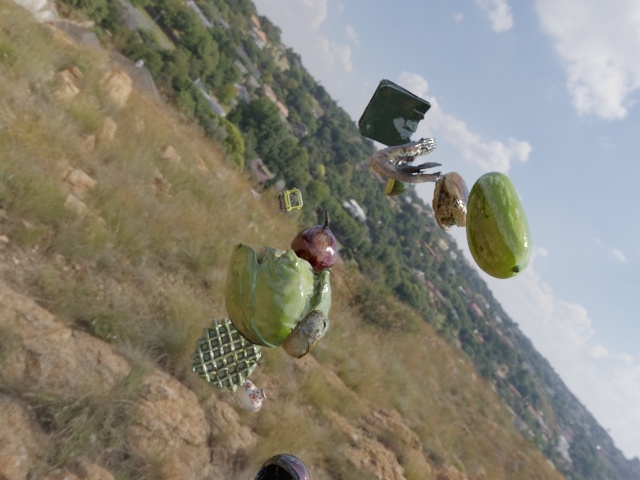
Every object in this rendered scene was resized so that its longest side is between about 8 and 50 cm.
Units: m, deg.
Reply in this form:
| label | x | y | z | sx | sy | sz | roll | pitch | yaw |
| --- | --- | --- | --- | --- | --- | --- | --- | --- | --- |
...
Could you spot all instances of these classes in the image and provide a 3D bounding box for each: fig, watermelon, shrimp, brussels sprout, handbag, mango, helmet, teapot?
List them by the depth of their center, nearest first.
| label | x | y | z | sx | sy | sz | roll | pitch | yaw |
| --- | --- | --- | --- | --- | --- | --- | --- | --- | --- |
| shrimp | 0.218 | -0.182 | 1.000 | 0.152 | 0.219 | 0.046 | 34 | -44 | 36 |
| mango | 0.438 | -0.039 | 1.112 | 0.185 | 0.149 | 0.273 | -6 | 87 | -70 |
| helmet | -0.131 | 0.865 | 1.572 | 0.189 | 0.216 | 0.193 | 7 | 3 | 32 |
| watermelon | 0.297 | -0.232 | 1.643 | 0.075 | 0.182 | 0.092 | 6 | 30 | -9 |
| brussels sprout | -0.182 | 0.224 | 1.701 | 0.425 | 0.361 | 0.342 | 15 | -14 | 15 |
| fig | -0.010 | 0.004 | 1.872 | 0.203 | 0.250 | 0.186 | 31 | -12 | -24 |
| handbag | 0.321 | -0.540 | 1.950 | 0.260 | 0.248 | 0.079 | 21 | 33 | -15 |
| teapot | -0.346 | 0.738 | 2.126 | 0.245 | 0.116 | 0.159 | 1 | -56 | 61 |

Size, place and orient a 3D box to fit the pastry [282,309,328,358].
| label | x | y | z | sx | sy | sz | roll | pitch | yaw |
| --- | --- | --- | --- | --- | --- | --- | --- | --- | --- |
| pastry | -0.037 | 0.259 | 1.234 | 0.081 | 0.153 | 0.153 | 39 | 10 | 10 |

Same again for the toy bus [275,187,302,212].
| label | x | y | z | sx | sy | sz | roll | pitch | yaw |
| --- | --- | --- | --- | --- | --- | --- | --- | --- | --- |
| toy bus | -0.128 | -0.150 | 1.733 | 0.226 | 0.074 | 0.081 | 178 | -98 | -77 |

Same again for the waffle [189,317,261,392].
| label | x | y | z | sx | sy | sz | roll | pitch | yaw |
| --- | --- | --- | --- | --- | --- | --- | --- | --- | --- |
| waffle | -0.423 | 0.508 | 2.000 | 0.291 | 0.309 | 0.056 | 33 | -16 | -8 |

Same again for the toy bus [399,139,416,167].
| label | x | y | z | sx | sy | sz | roll | pitch | yaw |
| --- | --- | --- | --- | --- | --- | --- | --- | --- | --- |
| toy bus | 0.274 | -0.262 | 1.367 | 0.046 | 0.083 | 0.038 | 38 | -3 | 20 |

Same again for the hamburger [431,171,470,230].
| label | x | y | z | sx | sy | sz | roll | pitch | yaw |
| --- | --- | --- | --- | --- | --- | --- | --- | --- | --- |
| hamburger | 0.555 | -0.167 | 1.866 | 0.286 | 0.146 | 0.243 | -4 | 83 | -59 |
